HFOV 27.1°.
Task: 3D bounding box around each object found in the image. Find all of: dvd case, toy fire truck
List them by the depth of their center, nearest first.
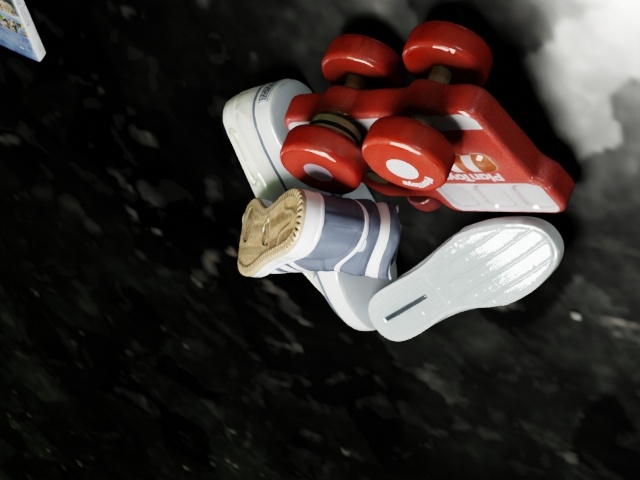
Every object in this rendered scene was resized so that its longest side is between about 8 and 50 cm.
[{"bbox_3d":[0.115,-0.107,1.550,0.302,0.169,0.254,0,148,43],"label":"toy fire truck"},{"bbox_3d":[-0.490,-0.356,1.852,0.180,0.022,0.253,25,159,14],"label":"dvd case"}]

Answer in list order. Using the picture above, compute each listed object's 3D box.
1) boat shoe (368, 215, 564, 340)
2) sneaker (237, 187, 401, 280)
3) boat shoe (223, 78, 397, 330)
[{"bbox_3d":[0.184,0.035,1.679,0.302,0.094,0.109,-27,100,40],"label":"boat shoe"},{"bbox_3d":[0.000,0.000,1.605,0.153,0.099,0.282,8,172,-18],"label":"sneaker"},{"bbox_3d":[-0.031,-0.037,1.761,0.156,0.136,0.367,-4,124,44],"label":"boat shoe"}]
